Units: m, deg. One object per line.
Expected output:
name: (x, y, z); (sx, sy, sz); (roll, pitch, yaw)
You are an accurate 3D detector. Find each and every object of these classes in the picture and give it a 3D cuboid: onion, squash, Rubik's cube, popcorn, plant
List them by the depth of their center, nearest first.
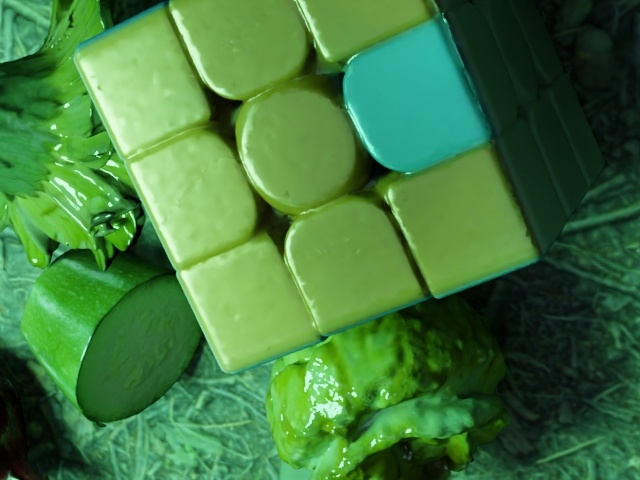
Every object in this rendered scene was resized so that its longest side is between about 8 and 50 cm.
Rubik's cube: (0.030, -0.104, 1.246); (0.291, 0.290, 0.291); (-22, 97, 23)
plant: (-0.257, -0.091, 1.357); (0.261, 0.297, 0.306); (38, 117, 21)
popcorn: (0.057, 0.137, 1.376); (0.221, 0.204, 0.184); (-39, 51, 25)
squash: (-0.210, 0.087, 1.498); (0.123, 0.170, 0.170); (27, 116, 25)
onion: (-0.364, 0.216, 1.613); (0.218, 0.140, 0.195); (21, 118, 14)

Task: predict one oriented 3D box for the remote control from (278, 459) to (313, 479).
remote control: (-0.010, 0.307, 1.554); (0.090, 0.038, 0.310); (13, 111, 19)
